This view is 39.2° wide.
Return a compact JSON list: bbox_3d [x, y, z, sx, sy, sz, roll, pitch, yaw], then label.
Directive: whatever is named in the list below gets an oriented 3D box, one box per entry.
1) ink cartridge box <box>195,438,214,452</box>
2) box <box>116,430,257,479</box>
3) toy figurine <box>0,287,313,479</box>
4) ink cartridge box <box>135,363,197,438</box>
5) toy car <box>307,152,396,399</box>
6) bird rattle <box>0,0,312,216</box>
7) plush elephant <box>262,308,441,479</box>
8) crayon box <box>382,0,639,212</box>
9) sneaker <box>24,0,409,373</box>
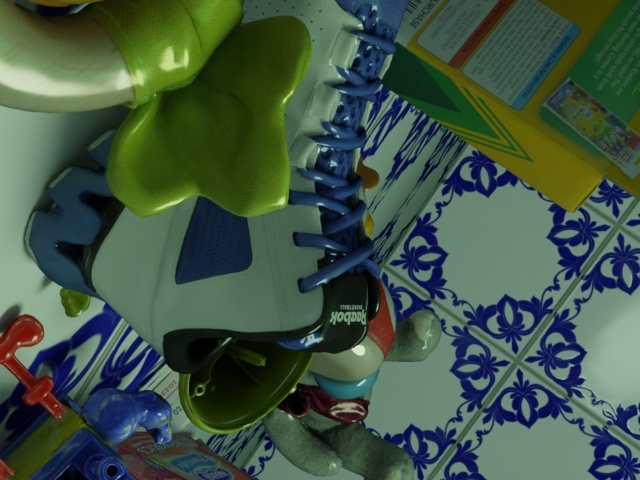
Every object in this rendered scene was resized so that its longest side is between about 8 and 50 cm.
[{"bbox_3d":[-0.199,0.340,1.033,0.231,0.078,0.134,-45,175,-11],"label":"ink cartridge box"},{"bbox_3d":[-0.180,0.336,0.813,0.154,0.142,0.300,22,90,-53],"label":"box"},{"bbox_3d":[-0.196,0.140,0.682,0.362,0.191,0.217,-48,-162,-24],"label":"toy figurine"},{"bbox_3d":[-0.194,0.225,1.080,0.104,0.061,0.181,-46,168,-39],"label":"ink cartridge box"},{"bbox_3d":[0.000,0.000,0.890,0.219,0.210,0.238,75,37,-64],"label":"toy car"},{"bbox_3d":[-0.055,-0.127,0.313,0.206,0.143,0.254,-14,139,-51],"label":"bird rattle"},{"bbox_3d":[-0.021,0.168,1.212,0.255,0.329,0.272,43,64,-63],"label":"plush elephant"},{"bbox_3d":[0.204,-0.172,0.833,0.203,0.323,0.083,-51,171,-21],"label":"crayon box"},{"bbox_3d":[-0.012,-0.040,0.511,0.315,0.182,0.127,-50,162,15],"label":"sneaker"}]
